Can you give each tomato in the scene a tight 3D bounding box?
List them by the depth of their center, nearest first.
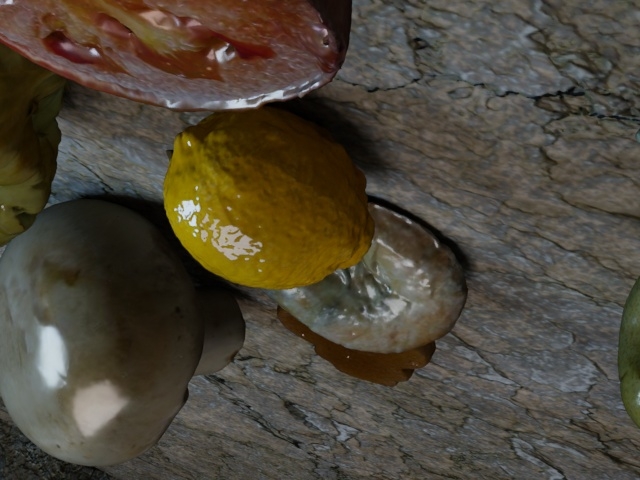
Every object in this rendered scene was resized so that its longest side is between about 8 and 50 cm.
[{"bbox_3d":[-0.131,-0.198,0.622,0.338,0.144,0.338,20,164,6],"label":"tomato"}]

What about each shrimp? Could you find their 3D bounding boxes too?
[{"bbox_3d":[0.000,0.000,1.100,0.317,0.077,0.168,36,126,-23],"label":"shrimp"}]

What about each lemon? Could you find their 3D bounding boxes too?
[{"bbox_3d":[-0.039,-0.032,0.958,0.187,0.142,0.142,28,158,-25],"label":"lemon"}]

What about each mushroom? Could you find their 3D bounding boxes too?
[{"bbox_3d":[-0.205,0.093,1.345,0.290,0.293,0.292,-5,-178,-43],"label":"mushroom"}]

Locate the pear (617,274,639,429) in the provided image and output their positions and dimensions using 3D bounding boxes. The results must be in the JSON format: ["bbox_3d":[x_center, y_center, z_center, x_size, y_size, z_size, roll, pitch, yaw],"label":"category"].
[{"bbox_3d":[0.295,0.077,0.881,0.136,0.167,0.167,8,171,-38],"label":"pear"}]

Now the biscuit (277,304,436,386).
[{"bbox_3d":[0.034,0.083,1.318,0.186,0.044,0.295,18,158,16],"label":"biscuit"}]

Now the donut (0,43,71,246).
[{"bbox_3d":[-0.364,-0.128,0.988,0.360,0.170,0.360,20,160,8],"label":"donut"}]

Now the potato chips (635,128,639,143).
[{"bbox_3d":[0.292,-0.057,0.736,0.092,0.028,0.207,35,154,-29],"label":"potato chips"}]
